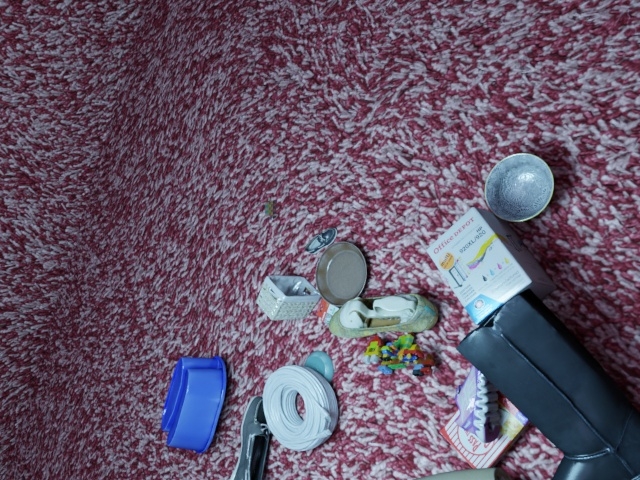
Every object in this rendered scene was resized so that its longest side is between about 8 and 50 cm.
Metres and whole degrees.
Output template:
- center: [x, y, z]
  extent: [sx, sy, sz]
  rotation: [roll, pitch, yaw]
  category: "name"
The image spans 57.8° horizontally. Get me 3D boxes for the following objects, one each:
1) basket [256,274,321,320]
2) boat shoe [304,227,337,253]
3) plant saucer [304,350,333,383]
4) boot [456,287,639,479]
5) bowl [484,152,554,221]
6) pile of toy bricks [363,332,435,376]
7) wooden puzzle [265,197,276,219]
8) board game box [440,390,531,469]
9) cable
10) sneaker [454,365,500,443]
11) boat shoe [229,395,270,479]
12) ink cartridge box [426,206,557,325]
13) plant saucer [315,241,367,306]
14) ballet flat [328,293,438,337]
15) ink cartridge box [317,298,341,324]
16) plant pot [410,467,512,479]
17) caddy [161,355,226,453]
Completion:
- center: [-0.103, 0.183, 1.831]
  extent: [0.113, 0.167, 0.103]
  rotation: [43, 116, 37]
  category: "basket"
- center: [0.000, 0.000, 1.857]
  extent: [0.125, 0.038, 0.046]
  rotation: [-36, 61, 30]
  category: "boat shoe"
- center: [-0.012, 0.403, 1.804]
  extent: [0.119, 0.021, 0.119]
  rotation: [-9, 76, 39]
  category: "plant saucer"
- center: [0.456, 0.379, 1.239]
  extent: [0.367, 0.146, 0.445]
  rotation: [-45, 80, 12]
  category: "boot"
- center: [0.501, -0.123, 1.430]
  extent: [0.170, 0.080, 0.170]
  rotation: [-8, 77, 38]
  category: "bowl"
- center: [0.225, 0.299, 1.587]
  extent: [0.212, 0.118, 0.105]
  rotation: [-21, 40, 53]
  category: "pile of toy bricks"
- center: [-0.177, -0.112, 2.048]
  extent: [0.049, 0.006, 0.083]
  rotation: [-9, 76, 39]
  category: "wooden puzzle"
- center: [0.407, 0.455, 1.425]
  extent: [0.147, 0.045, 0.193]
  rotation: [44, 110, 37]
  category: "board game box"
- center: [-0.065, 0.507, 1.771]
  extent: [0.257, 0.089, 0.257]
  rotation: [-43, 63, 33]
  category: "cable"
- center: [0.371, 0.355, 1.389]
  extent: [0.104, 0.095, 0.236]
  rotation: [0, 82, 48]
  category: "sneaker"
- center: [-0.202, 0.667, 1.836]
  extent: [0.095, 0.112, 0.335]
  rotation: [-2, 64, 31]
  category: "boat shoe"
- center: [0.412, 0.066, 1.412]
  extent: [0.171, 0.168, 0.233]
  rotation: [-46, 56, 26]
  category: "ink cartridge box"
- center: [0.070, 0.104, 1.781]
  extent: [0.198, 0.036, 0.199]
  rotation: [-9, 76, 38]
  category: "plant saucer"
- center: [0.153, 0.202, 1.619]
  extent: [0.348, 0.123, 0.123]
  rotation: [-8, 77, 33]
  category: "ballet flat"
- center: [0.031, 0.227, 1.795]
  extent: [0.115, 0.029, 0.063]
  rotation: [23, 97, 40]
  category: "ink cartridge box"
- center: [0.323, 0.641, 1.336]
  extent: [0.274, 0.256, 0.256]
  rotation: [-38, 60, 24]
  category: "plant pot"
- center: [-0.424, 0.568, 2.024]
  extent: [0.241, 0.179, 0.341]
  rotation: [24, 99, 63]
  category: "caddy"
